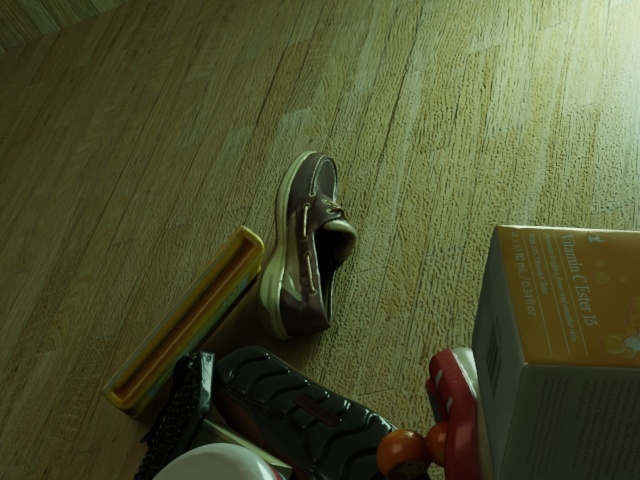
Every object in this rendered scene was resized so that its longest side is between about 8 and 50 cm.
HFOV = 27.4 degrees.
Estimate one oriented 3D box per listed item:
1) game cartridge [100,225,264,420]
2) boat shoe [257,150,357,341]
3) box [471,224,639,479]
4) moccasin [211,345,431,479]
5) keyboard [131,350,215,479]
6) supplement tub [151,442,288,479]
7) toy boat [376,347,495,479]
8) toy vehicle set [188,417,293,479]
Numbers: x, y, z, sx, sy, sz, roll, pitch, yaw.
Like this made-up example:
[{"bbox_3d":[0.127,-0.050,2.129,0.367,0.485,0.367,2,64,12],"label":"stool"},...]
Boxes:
[{"bbox_3d":[-0.184,0.126,1.826,0.285,0.053,0.323,-50,-5,-10],"label":"game cartridge"},{"bbox_3d":[0.000,0.000,1.954,0.123,0.123,0.342,-8,44,23],"label":"boat shoe"},{"bbox_3d":[0.339,0.118,1.289,0.345,0.168,0.215,2,37,-4],"label":"box"},{"bbox_3d":[0.000,0.269,1.579,0.380,0.147,0.139,25,48,40],"label":"moccasin"},{"bbox_3d":[-0.208,0.267,1.697,0.201,0.033,0.317,-92,27,-59],"label":"keyboard"},{"bbox_3d":[-0.059,0.351,1.372,0.191,0.272,0.191,-24,43,25],"label":"supplement tub"},{"bbox_3d":[0.135,0.223,1.425,0.151,0.151,0.231,-17,21,0],"label":"toy boat"},{"bbox_3d":[-0.137,0.361,1.559,0.166,0.035,0.267,22,91,53],"label":"toy vehicle set"}]
